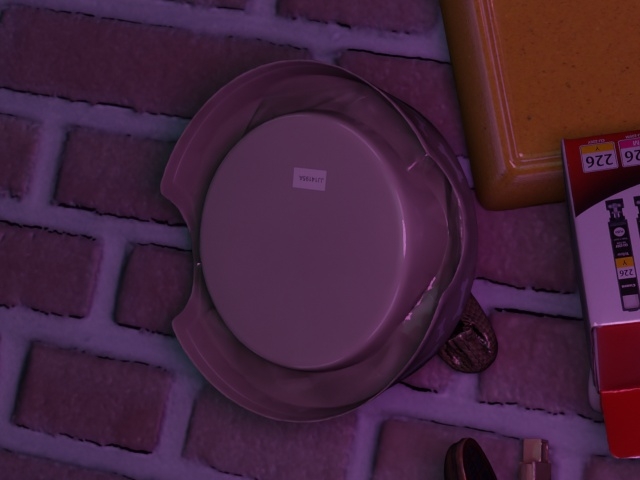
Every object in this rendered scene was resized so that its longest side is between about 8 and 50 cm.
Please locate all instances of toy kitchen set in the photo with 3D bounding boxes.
[{"bbox_3d":[0.178,0.232,1.752,0.075,0.068,0.083,-1,82,19],"label":"toy kitchen set"}]

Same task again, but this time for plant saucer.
[{"bbox_3d":[0.272,-0.195,1.707,0.332,0.081,0.333,-8,105,18],"label":"plant saucer"}]

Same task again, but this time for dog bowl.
[{"bbox_3d":[0.000,0.000,1.787,0.348,0.102,0.349,1,91,34],"label":"dog bowl"}]

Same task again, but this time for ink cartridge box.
[{"bbox_3d":[0.384,0.032,1.599,0.309,0.130,0.272,-8,56,6],"label":"ink cartridge box"}]

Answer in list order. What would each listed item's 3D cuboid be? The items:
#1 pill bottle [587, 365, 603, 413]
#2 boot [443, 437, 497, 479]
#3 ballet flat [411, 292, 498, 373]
[{"bbox_3d":[0.348,0.126,1.688,0.180,0.108,0.108,11,86,20],"label":"pill bottle"},{"bbox_3d":[0.117,0.286,1.727,0.106,0.082,0.219,-1,113,28],"label":"boot"},{"bbox_3d":[0.089,0.030,1.818,0.084,0.058,0.250,-39,72,10],"label":"ballet flat"}]
